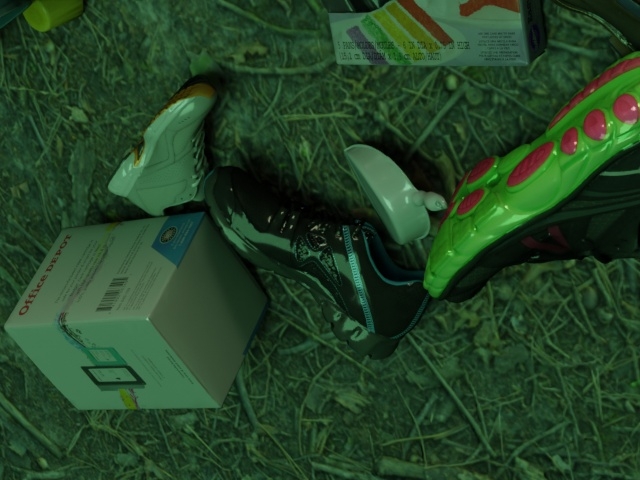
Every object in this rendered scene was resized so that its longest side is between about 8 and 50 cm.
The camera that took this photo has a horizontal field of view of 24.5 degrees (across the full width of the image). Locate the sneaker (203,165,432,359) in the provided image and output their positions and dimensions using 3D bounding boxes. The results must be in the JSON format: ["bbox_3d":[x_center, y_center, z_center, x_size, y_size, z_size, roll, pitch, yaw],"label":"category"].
[{"bbox_3d":[0.000,0.000,1.950,0.341,0.125,0.139,39,117,-3],"label":"sneaker"}]

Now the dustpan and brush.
[{"bbox_3d":[0.106,-0.051,1.832,0.060,0.211,0.147,-31,106,-3],"label":"dustpan and brush"}]

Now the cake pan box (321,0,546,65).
[{"bbox_3d":[0.116,-0.324,1.699,0.267,0.070,0.245,6,118,29],"label":"cake pan box"}]

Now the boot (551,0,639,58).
[{"bbox_3d":[0.312,-0.280,1.574,0.219,0.082,0.106,39,158,-7],"label":"boot"}]

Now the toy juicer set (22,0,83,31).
[{"bbox_3d":[-0.375,-0.443,1.916,0.209,0.089,0.329,39,142,10],"label":"toy juicer set"}]

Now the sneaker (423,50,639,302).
[{"bbox_3d":[0.285,-0.025,1.696,0.202,0.185,0.483,36,144,-13],"label":"sneaker"}]

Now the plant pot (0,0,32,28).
[{"bbox_3d":[-0.555,-0.337,1.888,0.272,0.271,0.255,-26,103,39],"label":"plant pot"}]

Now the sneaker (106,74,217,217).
[{"bbox_3d":[-0.185,-0.119,2.002,0.121,0.099,0.262,39,139,-4],"label":"sneaker"}]

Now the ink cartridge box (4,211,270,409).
[{"bbox_3d":[-0.256,0.104,2.070,0.270,0.198,0.197,-5,135,34],"label":"ink cartridge box"}]
